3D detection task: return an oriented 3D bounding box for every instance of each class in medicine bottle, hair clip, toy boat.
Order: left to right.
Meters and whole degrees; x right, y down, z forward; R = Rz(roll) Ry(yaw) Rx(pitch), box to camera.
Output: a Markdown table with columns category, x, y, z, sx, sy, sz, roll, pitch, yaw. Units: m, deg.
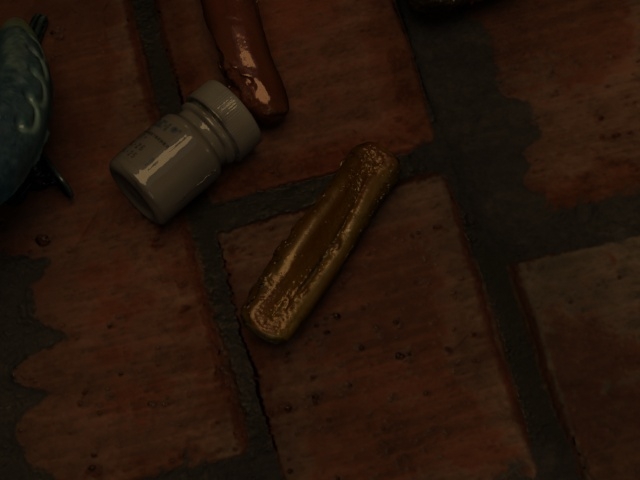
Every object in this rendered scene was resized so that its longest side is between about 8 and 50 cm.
| category | x | y | z | sx | sy | sz | roll | pitch | yaw |
| --- | --- | --- | --- | --- | --- | --- | --- | --- | --- |
| toy boat | -0.431 | -0.159 | 1.698 | 0.215 | 0.123 | 0.330 | -16 | 42 | 12 |
| hair clip | -0.364 | -0.172 | 1.812 | 0.083 | 0.048 | 0.275 | -10 | 66 | 2 |
| medicine bottle | -0.165 | -0.107 | 1.747 | 0.168 | 0.105 | 0.105 | -41 | 72 | -14 |

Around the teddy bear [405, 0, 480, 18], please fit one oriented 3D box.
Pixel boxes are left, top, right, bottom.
| category | x | y | z | sx | sy | sz | roll | pitch | yaw |
| --- | --- | --- | --- | --- | --- | --- | --- | --- | --- |
| teddy bear | 0.187 | -0.360 | 1.843 | 0.190 | 0.140 | 0.177 | -30 | 27 | -1 |

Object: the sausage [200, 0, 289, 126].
| category | x | y | z | sx | sy | sz | roll | pitch | yaw |
| --- | --- | --- | --- | --- | --- | --- | --- | --- | --- |
| sausage | -0.110 | -0.292 | 1.837 | 0.079 | 0.087 | 0.326 | -28 | 64 | 28 |

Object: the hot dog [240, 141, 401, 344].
| category | x | y | z | sx | sy | sz | roll | pitch | yaw |
| --- | --- | --- | --- | --- | --- | --- | --- | --- | --- |
| hot dog | 0.001 | 0.001 | 1.718 | 0.083 | 0.068 | 0.289 | 39 | 67 | -8 |
